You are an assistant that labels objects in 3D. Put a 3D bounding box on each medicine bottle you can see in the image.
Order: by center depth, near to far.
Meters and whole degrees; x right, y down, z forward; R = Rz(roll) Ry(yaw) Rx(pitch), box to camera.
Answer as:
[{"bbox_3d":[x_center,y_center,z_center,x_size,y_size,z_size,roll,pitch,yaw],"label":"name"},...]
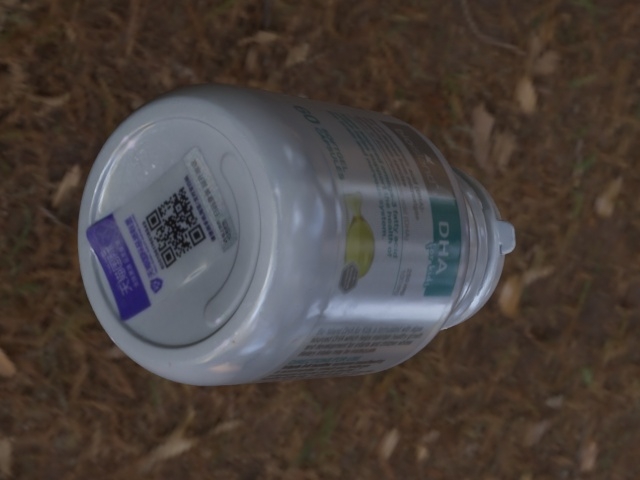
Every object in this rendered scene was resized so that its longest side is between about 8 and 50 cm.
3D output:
[{"bbox_3d":[0.000,0.000,0.681,0.215,0.135,0.135,3,104,-53],"label":"medicine bottle"}]
